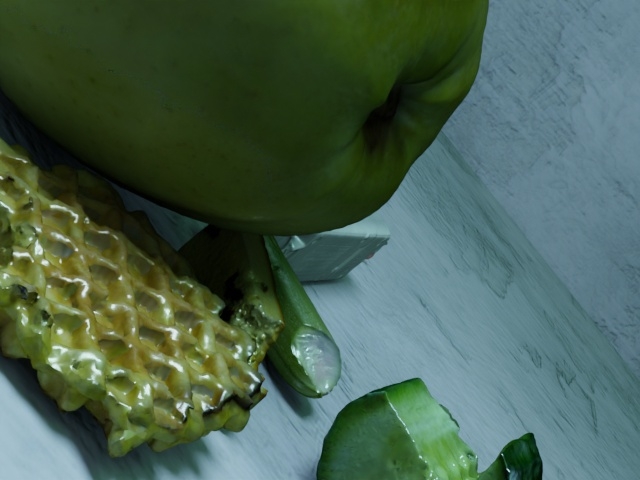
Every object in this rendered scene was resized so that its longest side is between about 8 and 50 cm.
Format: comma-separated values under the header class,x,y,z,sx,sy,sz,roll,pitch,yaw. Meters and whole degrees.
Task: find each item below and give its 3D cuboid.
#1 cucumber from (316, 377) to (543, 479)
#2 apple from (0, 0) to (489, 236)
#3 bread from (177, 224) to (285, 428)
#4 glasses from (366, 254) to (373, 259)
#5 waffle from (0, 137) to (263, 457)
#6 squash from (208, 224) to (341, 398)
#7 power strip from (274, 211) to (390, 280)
class,x,y,z,sx,sy,sz,roll,pitch,yaw
cucumber,0.091,0.227,1.290,0.191,0.191,0.130,57,14,15
apple,-0.074,-0.232,1.250,0.473,0.474,0.473,47,16,-18
bread,-0.081,0.064,1.287,0.049,0.088,0.226,44,16,-33
glasses,-0.031,-0.091,1.885,0.268,0.118,0.234,66,-1,-47
waffle,-0.170,0.043,1.107,0.282,0.058,0.300,18,33,-55
squash,-0.048,0.059,1.430,0.069,0.069,0.238,25,31,-59
power strip,0.000,0.000,1.644,0.058,0.098,0.338,53,14,13
